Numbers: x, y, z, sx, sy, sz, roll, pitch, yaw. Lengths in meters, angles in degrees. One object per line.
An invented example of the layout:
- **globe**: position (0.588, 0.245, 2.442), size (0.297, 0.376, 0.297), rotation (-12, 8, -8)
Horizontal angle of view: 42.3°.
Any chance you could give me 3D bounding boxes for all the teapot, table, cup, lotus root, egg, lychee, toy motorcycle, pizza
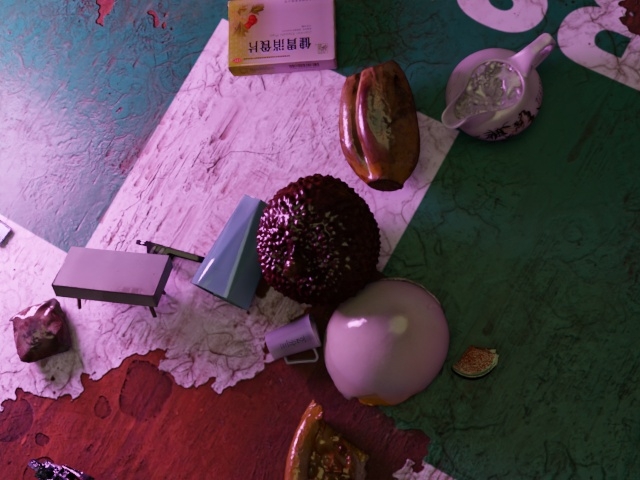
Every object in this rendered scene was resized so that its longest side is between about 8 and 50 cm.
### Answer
- **teapot**: position (0.395, -0.342, 1.830), size (0.299, 0.166, 0.208), rotation (-46, 64, 8)
- **table**: position (-0.462, 0.103, 1.874), size (0.240, 0.111, 0.121), rotation (5, 47, 10)
- **cup**: position (-0.051, 0.227, 1.824), size (0.116, 0.074, 0.104), rotation (-23, 100, 7)
- **lotus root**: position (0.127, -0.249, 1.838), size (0.193, 0.193, 0.290), rotation (-10, 81, 7)
- **egg**: position (0.129, 0.204, 1.743), size (0.286, 0.174, 0.264), rotation (-32, 72, 5)
- **cup**: position (-0.171, 0.025, 1.854), size (0.134, 0.148, 0.235), rotation (21, 77, 39)
- **lychee**: position (0.000, 0.000, 1.746), size (0.276, 0.304, 0.275), rotation (10, 118, 19)
- **toy motorcycle**: position (-0.546, 0.544, 1.817), size (0.213, 0.122, 0.082), rotation (23, 59, 25)
- **pizza**: position (0.013, 0.517, 1.723), size (0.182, 0.074, 0.365), rotation (6, 68, -9)

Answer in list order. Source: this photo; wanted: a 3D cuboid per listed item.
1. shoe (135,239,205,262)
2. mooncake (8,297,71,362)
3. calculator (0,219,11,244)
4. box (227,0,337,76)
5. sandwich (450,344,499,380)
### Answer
- **shoe**: position (-0.348, 0.040, 1.906), size (0.179, 0.071, 0.049), rotation (15, 85, 7)
- **mooncake**: position (-0.647, 0.210, 1.913), size (0.125, 0.073, 0.130), rotation (-23, 78, 2)
- **calculator**: position (-0.832, -0.051, 2.022), size (0.172, 0.018, 0.057), rotation (32, 86, 14)
- **box**: position (-0.090, -0.493, 1.978), size (0.261, 0.062, 0.175), rotation (-2, 78, 8)
- **sandwich**: position (0.336, 0.262, 1.775), size (0.069, 0.026, 0.101), rotation (43, 84, 19)
